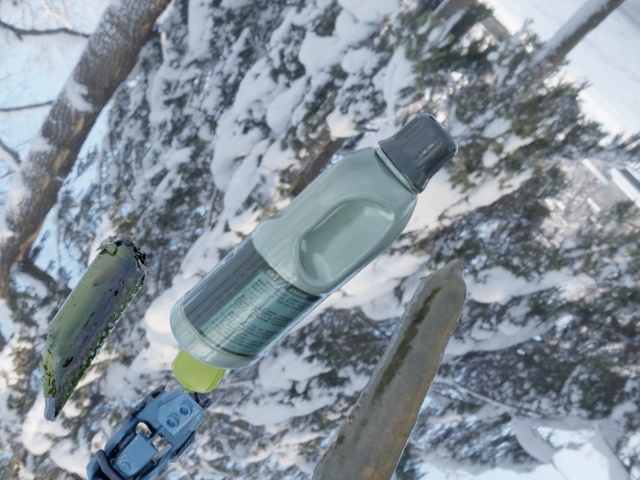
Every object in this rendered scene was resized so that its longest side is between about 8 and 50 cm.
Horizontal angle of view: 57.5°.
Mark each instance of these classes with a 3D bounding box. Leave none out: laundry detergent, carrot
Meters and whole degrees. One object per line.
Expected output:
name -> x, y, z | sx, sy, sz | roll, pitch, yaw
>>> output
laundry detergent -> 0.000, 0.000, 0.407 | 0.099, 0.226, 0.070 | 21, -148, -57
carrot -> 0.046, 0.166, 0.507 | 0.070, 0.342, 0.070 | 24, 177, 1

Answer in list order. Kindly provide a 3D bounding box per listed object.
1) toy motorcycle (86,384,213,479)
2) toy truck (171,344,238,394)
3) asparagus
toy motorcycle -> -0.388, 0.464, 1.341 | 0.172, 0.416, 0.232 | 47, -160, -2
toy truck -> -0.131, 0.139, 0.657 | 0.076, 0.076, 0.111 | 32, 168, 2
asparagus -> -0.474, 0.164, 1.175 | 0.381, 0.108, 0.128 | -66, -30, -30
